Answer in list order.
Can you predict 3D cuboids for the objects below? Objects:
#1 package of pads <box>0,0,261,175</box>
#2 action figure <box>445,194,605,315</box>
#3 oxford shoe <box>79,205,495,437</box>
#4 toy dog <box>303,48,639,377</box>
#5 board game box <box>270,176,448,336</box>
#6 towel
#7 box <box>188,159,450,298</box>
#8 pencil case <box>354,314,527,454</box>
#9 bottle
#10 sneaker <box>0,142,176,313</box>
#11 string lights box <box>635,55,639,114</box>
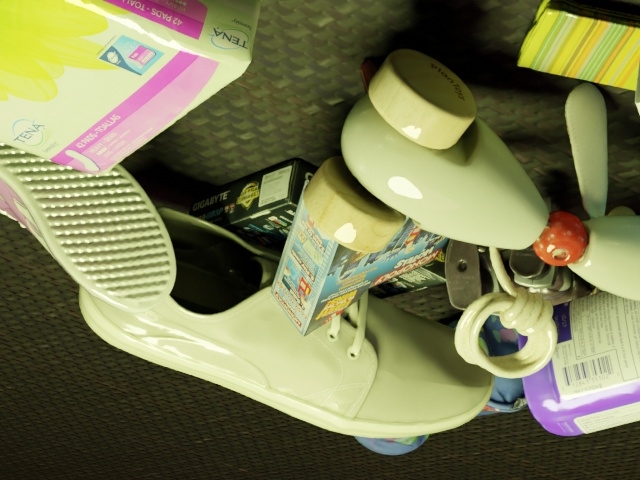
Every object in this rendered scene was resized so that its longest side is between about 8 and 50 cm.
[{"bbox_3d":[-0.215,-0.162,1.254,0.229,0.101,0.296,20,155,-25],"label":"package of pads"},{"bbox_3d":[0.218,0.034,1.559,0.185,0.099,0.285,-8,167,21],"label":"action figure"},{"bbox_3d":[-0.014,0.081,1.566,0.449,0.169,0.130,19,130,-19],"label":"oxford shoe"},{"bbox_3d":[0.135,-0.055,1.301,0.220,0.161,0.334,-33,128,22],"label":"toy dog"},{"bbox_3d":[0.040,-0.001,1.439,0.194,0.060,0.194,-20,155,-38],"label":"board game box"},{"bbox_3d":[0.277,-0.140,1.223,0.237,0.021,0.102,11,161,-4],"label":"towel"},{"bbox_3d":[0.000,0.000,1.615,0.220,0.051,0.175,25,153,-33],"label":"box"},{"bbox_3d":[0.146,0.172,1.880,0.133,0.119,0.306,7,160,-23],"label":"pencil case"},{"bbox_3d":[0.314,0.083,1.360,0.283,0.118,0.092,-19,141,22],"label":"bottle"},{"bbox_3d":[-0.248,-0.037,1.476,0.282,0.102,0.161,48,159,2],"label":"sneaker"},{"bbox_3d":[0.335,-0.072,1.218,0.133,0.076,0.259,0,153,24],"label":"string lights box"}]
